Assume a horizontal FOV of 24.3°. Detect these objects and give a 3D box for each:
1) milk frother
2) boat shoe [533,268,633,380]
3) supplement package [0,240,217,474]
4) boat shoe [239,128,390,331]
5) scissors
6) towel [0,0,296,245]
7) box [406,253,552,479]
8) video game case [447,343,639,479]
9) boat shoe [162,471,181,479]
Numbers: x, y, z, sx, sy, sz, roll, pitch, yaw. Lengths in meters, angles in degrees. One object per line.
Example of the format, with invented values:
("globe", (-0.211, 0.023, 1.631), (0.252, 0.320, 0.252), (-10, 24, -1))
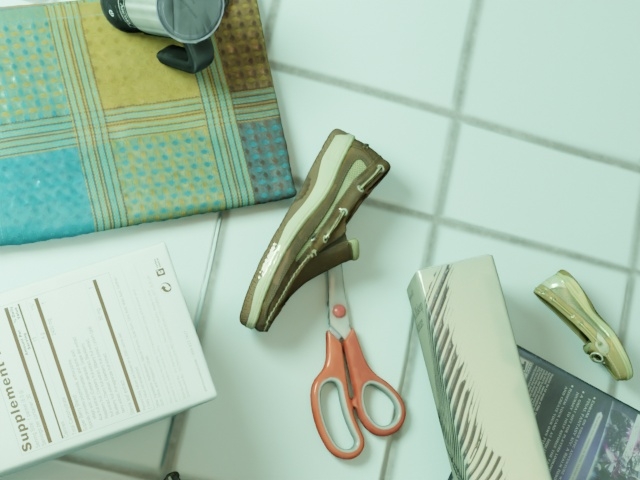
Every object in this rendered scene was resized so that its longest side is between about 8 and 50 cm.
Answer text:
("milk frother", (-0.145, -0.271, 1.645), (0.143, 0.135, 0.129), (-50, 125, -15))
("boat shoe", (0.314, 0.108, 1.770), (0.048, 0.056, 0.153), (-34, 88, -7))
("supplement package", (-0.283, 0.137, 1.552), (0.293, 0.177, 0.175), (-18, 85, -16))
("boat shoe", (0.001, -0.002, 1.683), (0.095, 0.095, 0.257), (27, 77, 2))
("scissors", (0.014, 0.101, 1.713), (0.109, 0.021, 0.297), (-16, 85, -17))
("towel", (-0.230, -0.147, 1.690), (0.370, 0.040, 0.271), (-9, 83, -16))
("box", (0.177, 0.164, 1.677), (0.094, 0.113, 0.275), (-12, 75, -6))
("video game case", (0.303, 0.270, 1.753), (0.274, 0.026, 0.196), (29, 75, -8))
("boat shoe", (-0.101, 0.350, 1.609), (0.233, 0.084, 0.079), (44, 74, 0))
